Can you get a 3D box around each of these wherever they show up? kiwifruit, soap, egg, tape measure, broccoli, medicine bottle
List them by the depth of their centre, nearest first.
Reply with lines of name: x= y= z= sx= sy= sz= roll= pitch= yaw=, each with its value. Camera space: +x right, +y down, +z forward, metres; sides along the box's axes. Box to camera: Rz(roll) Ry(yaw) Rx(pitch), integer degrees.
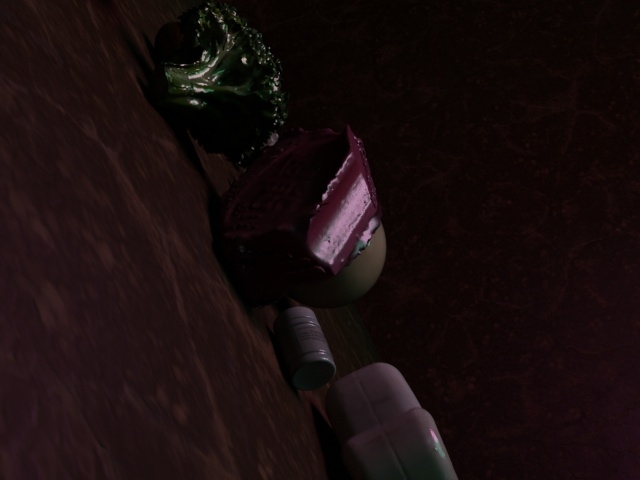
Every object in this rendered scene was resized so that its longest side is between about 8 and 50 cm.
medicine bottle: x=-0.021 y=0.131 z=1.008 sx=0.058 sy=0.058 sz=0.091 roll=60 pitch=4 yaw=-44
tape measure: x=0.104 y=0.305 z=1.030 sx=0.258 sy=0.130 sz=0.265 roll=64 pitch=-3 yaw=-27
soap: x=-0.030 y=-0.034 z=1.041 sx=0.289 sy=0.182 sz=0.112 roll=-54 pitch=129 yaw=-43
broccoli: x=-0.146 y=-0.204 z=1.078 sx=0.194 sy=0.194 sz=0.219 roll=-79 pitch=165 yaw=-85
kiwifruit: x=-0.209 y=-0.277 z=1.236 sx=0.124 sy=0.075 sz=0.075 roll=60 pitch=1 yaw=35
egg: x=0.000 y=0.000 z=1.262 sx=0.188 sy=0.188 sz=0.253 roll=62 pitch=0 yaw=-25

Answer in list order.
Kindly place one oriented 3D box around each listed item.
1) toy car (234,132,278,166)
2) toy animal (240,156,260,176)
toy car: x=-0.150 y=-0.250 z=1.634 sx=0.193 sy=0.118 sz=0.301 roll=60 pitch=2 yaw=-5
toy animal: x=-0.103 y=-0.085 z=1.394 sx=0.085 sy=0.071 sz=0.124 roll=44 pitch=13 yaw=-3
